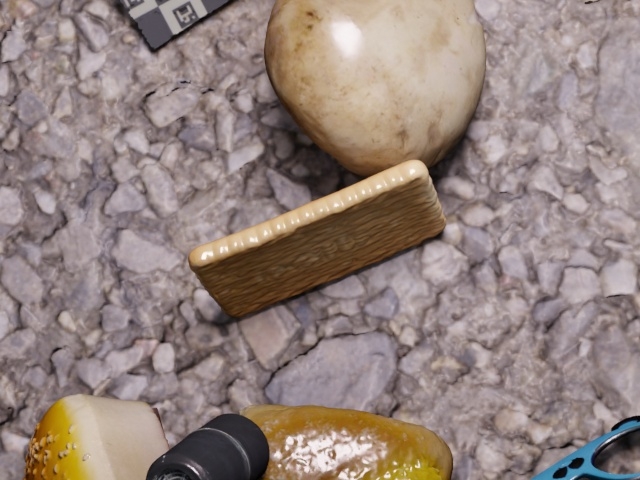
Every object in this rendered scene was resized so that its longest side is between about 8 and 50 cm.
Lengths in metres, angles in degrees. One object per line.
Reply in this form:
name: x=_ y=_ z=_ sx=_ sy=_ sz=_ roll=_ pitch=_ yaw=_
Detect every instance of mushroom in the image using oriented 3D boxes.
mushroom: x=0.053 y=-0.187 z=1.683 sx=0.255 sy=0.184 sz=0.254 roll=5 pitch=78 yaw=-23

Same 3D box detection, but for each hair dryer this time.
hair dryer: x=-0.066 y=0.270 z=1.515 sx=0.071 sy=0.124 sz=0.219 roll=-28 pitch=93 yaw=28

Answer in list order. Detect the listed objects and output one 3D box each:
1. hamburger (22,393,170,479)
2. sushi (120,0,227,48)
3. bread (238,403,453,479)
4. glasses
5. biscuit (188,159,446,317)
hamburger: x=-0.199 y=0.283 z=1.608 sx=0.151 sy=0.227 sz=0.295 roll=-9 pitch=40 yaw=-14
sushi: x=-0.140 y=-0.341 z=1.795 sx=0.215 sy=0.050 sz=0.192 roll=-33 pitch=96 yaw=5
bread: x=-0.002 y=0.260 z=1.633 sx=0.246 sy=0.176 sz=0.195 roll=7 pitch=79 yaw=8
glasses: x=0.289 y=0.293 z=1.634 sx=0.239 sy=0.102 sz=0.207 roll=-34 pitch=80 yaw=0
biscuit: x=0.000 y=-0.001 z=1.682 sx=0.250 sy=0.160 sz=0.030 roll=-23 pitch=64 yaw=4
